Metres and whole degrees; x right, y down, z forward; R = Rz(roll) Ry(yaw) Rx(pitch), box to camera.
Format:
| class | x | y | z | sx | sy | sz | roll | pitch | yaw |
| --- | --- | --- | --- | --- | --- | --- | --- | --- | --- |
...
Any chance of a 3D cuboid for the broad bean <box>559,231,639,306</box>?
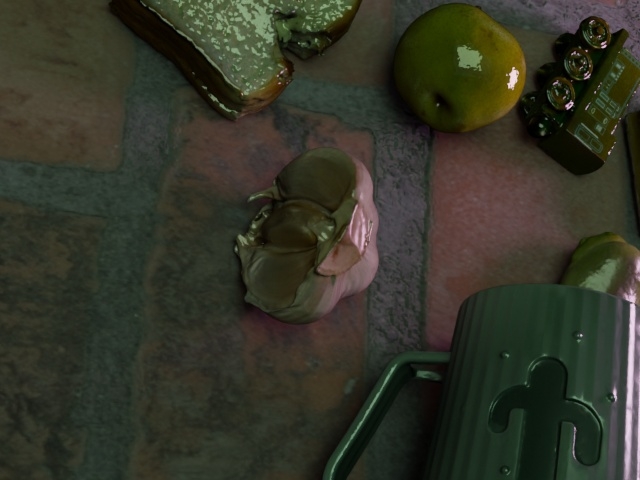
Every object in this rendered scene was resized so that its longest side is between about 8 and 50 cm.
| class | x | y | z | sx | sy | sz | roll | pitch | yaw |
| --- | --- | --- | --- | --- | --- | --- | --- | --- | --- |
| broad bean | 0.383 | 0.073 | 1.977 | 0.124 | 0.082 | 0.174 | 26 | 65 | -12 |

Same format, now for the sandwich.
| class | x | y | z | sx | sy | sz | roll | pitch | yaw |
| --- | --- | --- | --- | --- | --- | --- | --- | --- | --- |
| sandwich | -0.097 | -0.319 | 1.935 | 0.249 | 0.095 | 0.273 | 45 | 66 | -1 |

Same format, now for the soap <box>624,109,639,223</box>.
| class | x | y | z | sx | sy | sz | roll | pitch | yaw |
| --- | --- | --- | --- | --- | --- | --- | --- | --- | --- |
| soap | 0.533 | -0.068 | 2.076 | 0.160 | 0.080 | 0.257 | 0 | 72 | -19 |

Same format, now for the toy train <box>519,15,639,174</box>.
| class | x | y | z | sx | sy | sz | roll | pitch | yaw |
| --- | --- | --- | --- | --- | --- | --- | --- | --- | --- |
| toy train | 0.378 | -0.212 | 2.069 | 0.137 | 0.090 | 0.225 | 38 | 65 | -12 |

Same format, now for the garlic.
| class | x | y | z | sx | sy | sz | roll | pitch | yaw |
| --- | --- | --- | --- | --- | --- | --- | --- | --- | --- |
| garlic | 0.000 | 0.000 | 1.848 | 0.143 | 0.178 | 0.229 | 24 | 83 | -43 |

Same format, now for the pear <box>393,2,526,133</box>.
| class | x | y | z | sx | sy | sz | roll | pitch | yaw |
| --- | --- | --- | --- | --- | --- | --- | --- | --- | --- |
| pear | 0.197 | -0.246 | 1.987 | 0.180 | 0.166 | 0.216 | 27 | 43 | 5 |

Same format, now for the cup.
| class | x | y | z | sx | sy | sz | roll | pitch | yaw |
| --- | --- | --- | --- | --- | --- | --- | --- | --- | --- |
| cup | 0.227 | 0.268 | 1.739 | 0.401 | 0.310 | 0.392 | 16 | 67 | -14 |
